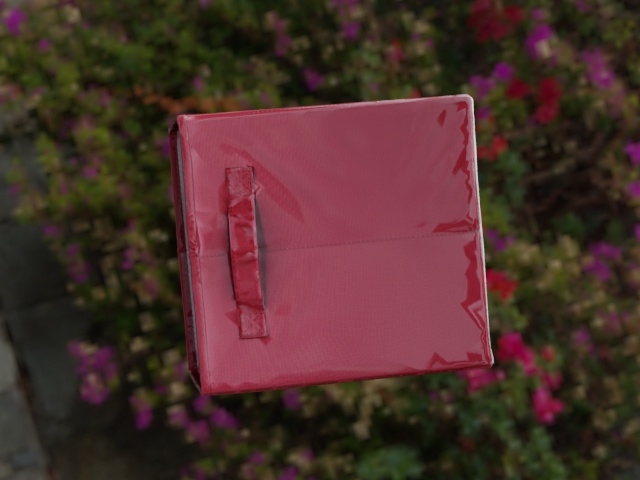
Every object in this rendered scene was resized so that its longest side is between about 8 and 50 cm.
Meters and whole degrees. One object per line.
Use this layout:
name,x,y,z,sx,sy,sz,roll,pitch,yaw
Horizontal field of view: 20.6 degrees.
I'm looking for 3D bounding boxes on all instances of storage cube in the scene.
storage cube,0.000,0.000,1.206,0.215,0.193,0.184,-177,-98,-84
